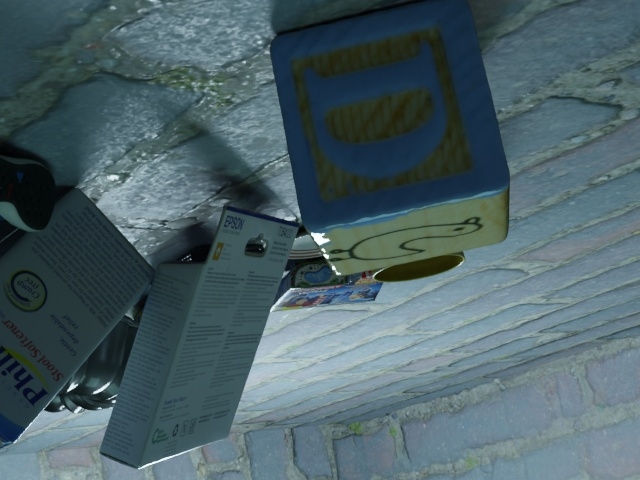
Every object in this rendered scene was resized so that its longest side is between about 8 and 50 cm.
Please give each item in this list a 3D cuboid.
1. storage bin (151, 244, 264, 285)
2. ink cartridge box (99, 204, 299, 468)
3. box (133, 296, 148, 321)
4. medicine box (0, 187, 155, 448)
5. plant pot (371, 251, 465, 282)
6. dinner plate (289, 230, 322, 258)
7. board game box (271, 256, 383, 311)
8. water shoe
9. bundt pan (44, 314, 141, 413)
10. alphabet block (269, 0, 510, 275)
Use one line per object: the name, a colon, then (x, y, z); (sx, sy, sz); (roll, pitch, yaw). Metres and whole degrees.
storage bin: (-0.166, 0.073, 1.760); (0.122, 0.084, 0.180); (0, 163, -34)
ink cartridge box: (-0.147, 0.113, 1.511); (0.071, 0.330, 0.324); (18, -179, 15)
box: (-0.276, 0.140, 1.976); (0.054, 0.059, 0.169); (-5, 164, -19)
medicine box: (-0.379, 0.113, 1.362); (0.263, 0.149, 0.289); (-26, -159, 46)
plant pot: (0.130, -0.004, 1.657); (0.134, 0.095, 0.134); (-11, 165, -3)
dinner plate: (0.000, 0.000, 1.734); (0.141, 0.017, 0.141); (-9, 165, -2)
board game box: (0.026, 0.055, 1.871); (0.194, 0.060, 0.194); (-5, 163, -20)
water shoe: (-0.346, -0.062, 1.211); (0.080, 0.073, 0.203); (13, 171, 17)
bundt pan: (-0.431, 0.200, 1.857); (0.330, 0.124, 0.331); (-1, 162, 0)
alphabet block: (0.071, -0.092, 1.111); (0.192, 0.194, 0.197); (-11, 165, 7)
